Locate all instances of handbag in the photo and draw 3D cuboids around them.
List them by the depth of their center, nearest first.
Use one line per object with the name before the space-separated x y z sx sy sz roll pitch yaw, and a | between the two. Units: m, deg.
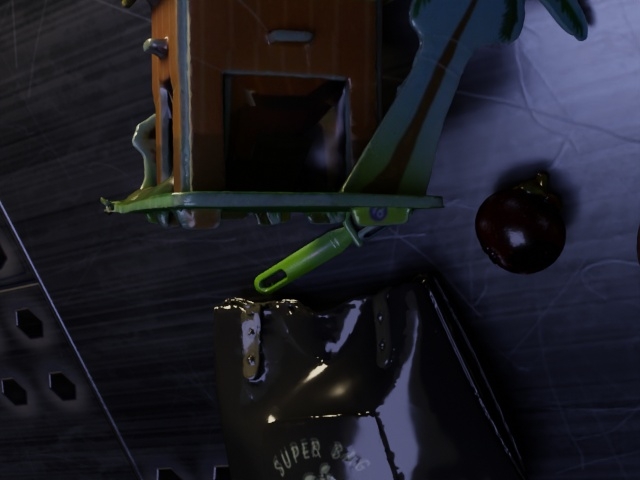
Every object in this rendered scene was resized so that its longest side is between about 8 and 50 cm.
handbag | 0.030 0.183 0.874 0.342 0.152 0.288 -11 99 29

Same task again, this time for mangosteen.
mangosteen | 0.175 -0.010 0.732 0.081 0.081 0.081 12 120 21

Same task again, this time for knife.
knife | 0.000 0.000 0.861 0.212 0.015 0.054 -33 97 35

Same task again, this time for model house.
model house | 0.002 -0.173 0.710 0.300 0.340 0.324 -175 84 -68

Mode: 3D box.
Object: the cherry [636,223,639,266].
cherry | 0.359 0.016 0.571 0.307 0.221 0.261 -32 107 22
